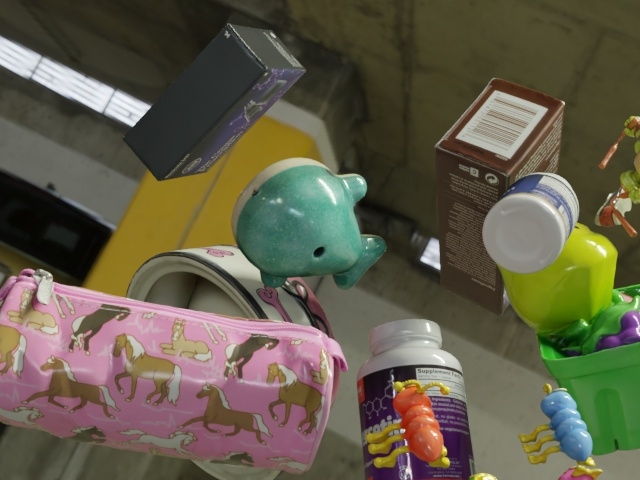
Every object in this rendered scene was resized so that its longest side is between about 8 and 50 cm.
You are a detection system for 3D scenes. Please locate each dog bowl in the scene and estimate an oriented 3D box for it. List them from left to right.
[{"bbox_3d":[-0.140,0.188,1.595,0.408,0.407,0.150,21,32,37],"label":"dog bowl"}]

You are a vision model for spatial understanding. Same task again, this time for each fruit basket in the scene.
[{"bbox_3d":[0.421,0.097,1.458,0.283,0.392,0.392,-12,-18,11],"label":"fruit basket"}]

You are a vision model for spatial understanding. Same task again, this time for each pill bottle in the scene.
[{"bbox_3d":[0.155,0.302,1.602,0.182,0.322,0.181,-4,-26,-2],"label":"pill bottle"},{"bbox_3d":[0.259,-0.029,1.167,0.094,0.094,0.169,25,25,15],"label":"pill bottle"}]

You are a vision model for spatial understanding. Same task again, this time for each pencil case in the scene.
[{"bbox_3d":[-0.172,0.145,1.050,0.386,0.160,0.167,12,-34,-5],"label":"pencil case"}]

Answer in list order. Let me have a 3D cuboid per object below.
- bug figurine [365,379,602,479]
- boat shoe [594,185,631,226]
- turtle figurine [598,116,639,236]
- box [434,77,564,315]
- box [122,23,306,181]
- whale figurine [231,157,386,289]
[{"bbox_3d":[0.198,0.230,0.994,0.279,0.072,0.216,5,41,-25],"label":"bug figurine"},{"bbox_3d":[0.555,-0.065,1.828,0.043,0.137,0.049,-12,-69,36],"label":"boat shoe"},{"bbox_3d":[0.522,-0.134,1.478,0.087,0.269,0.217,25,-51,-5],"label":"turtle figurine"},{"bbox_3d":[0.303,-0.067,1.652,0.143,0.191,0.381,26,-32,28],"label":"box"},{"bbox_3d":[-0.170,-0.223,1.581,0.103,0.261,0.184,50,20,8],"label":"box"},{"bbox_3d":[0.000,0.000,1.407,0.272,0.216,0.141,36,11,-42],"label":"whale figurine"}]
